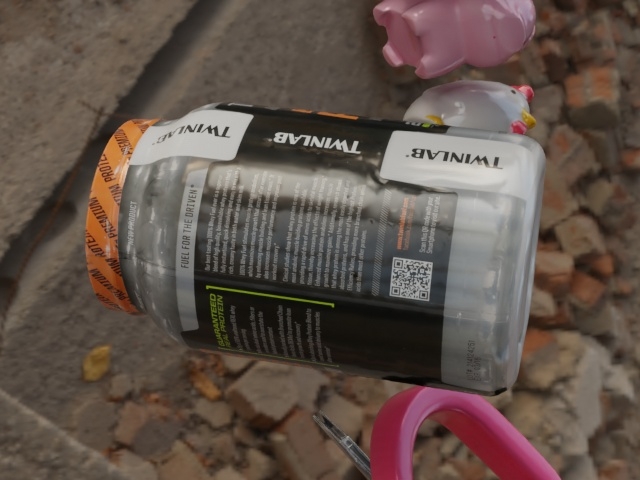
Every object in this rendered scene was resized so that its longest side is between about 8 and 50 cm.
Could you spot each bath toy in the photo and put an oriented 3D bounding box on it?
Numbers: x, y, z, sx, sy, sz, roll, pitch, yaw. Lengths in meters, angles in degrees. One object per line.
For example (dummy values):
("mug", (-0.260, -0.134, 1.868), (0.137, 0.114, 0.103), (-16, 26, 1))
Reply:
("bath toy", (0.124, -0.207, 1.007), (0.129, 0.151, 0.348), (-29, 127, -20))

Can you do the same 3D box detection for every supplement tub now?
("supplement tub", (0.000, 0.000, 0.879), (0.193, 0.316, 0.193), (8, 90, -78))

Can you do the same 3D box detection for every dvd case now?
("dvd case", (0.063, 0.291, 1.468), (0.018, 0.221, 0.164), (-42, 95, -6))

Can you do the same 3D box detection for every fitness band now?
("fitness band", (0.145, 0.254, 1.045), (0.291, 0.054, 0.209), (46, 44, -23))
